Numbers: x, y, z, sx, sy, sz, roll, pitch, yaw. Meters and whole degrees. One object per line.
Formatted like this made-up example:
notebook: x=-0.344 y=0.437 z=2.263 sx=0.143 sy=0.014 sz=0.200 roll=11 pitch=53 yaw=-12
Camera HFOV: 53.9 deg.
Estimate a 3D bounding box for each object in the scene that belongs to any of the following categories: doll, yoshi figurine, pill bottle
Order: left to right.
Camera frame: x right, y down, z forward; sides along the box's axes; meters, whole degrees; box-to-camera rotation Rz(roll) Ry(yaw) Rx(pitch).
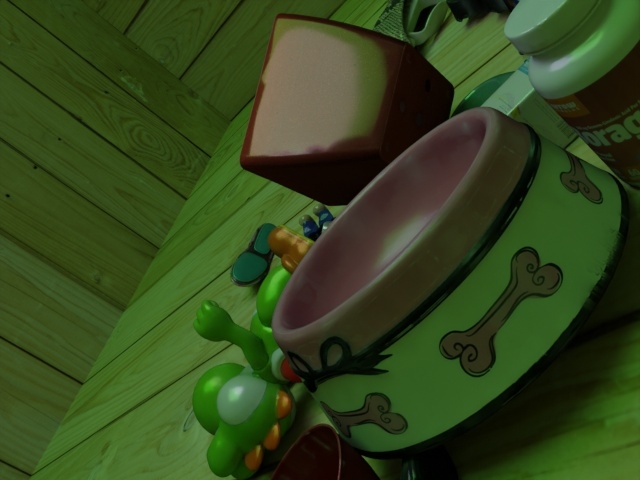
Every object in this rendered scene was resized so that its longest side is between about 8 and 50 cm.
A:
yoshi figurine: x=-0.090 y=0.162 z=0.941 sx=0.203 sy=0.204 sz=0.362 roll=115 pitch=180 yaw=-87
doll: x=0.000 y=0.000 z=1.223 sx=0.129 sy=0.046 sz=0.189 roll=-38 pitch=28 yaw=10
pill bottle: x=0.285 y=-0.160 z=0.614 sx=0.121 sy=0.216 sz=0.121 roll=-44 pitch=21 yaw=22

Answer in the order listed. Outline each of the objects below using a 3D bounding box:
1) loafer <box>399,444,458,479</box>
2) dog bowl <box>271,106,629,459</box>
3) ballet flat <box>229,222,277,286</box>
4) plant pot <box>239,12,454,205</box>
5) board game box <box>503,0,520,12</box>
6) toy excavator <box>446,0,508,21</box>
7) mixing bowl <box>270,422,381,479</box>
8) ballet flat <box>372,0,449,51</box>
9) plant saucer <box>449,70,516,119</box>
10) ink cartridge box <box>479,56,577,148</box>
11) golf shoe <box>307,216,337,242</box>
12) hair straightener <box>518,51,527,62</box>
loafer: x=0.091 y=0.246 z=0.577 sx=0.061 sy=0.062 sz=0.170 roll=-47 pitch=18 yaw=29
dog bowl: x=0.110 y=0.023 z=0.695 sx=0.408 sy=0.150 sz=0.408 roll=-46 pitch=11 yaw=11
ballet flat: x=-0.155 y=0.048 z=1.467 sx=0.079 sy=0.077 sz=0.221 roll=-60 pitch=5 yaw=42
plant pot: x=0.066 y=-0.202 z=1.045 sx=0.236 sy=0.267 sz=0.267 roll=10 pitch=84 yaw=37
board game box: x=0.394 y=-0.407 z=0.919 sx=0.233 sy=0.078 sz=0.347 roll=-34 pitch=20 yaw=20
toy excavator: x=0.410 y=-0.693 z=1.341 sx=0.445 sy=0.222 sz=0.433 roll=-39 pitch=21 yaw=-3
mixing bowl: x=0.010 y=0.284 z=0.612 sx=0.181 sy=0.098 sz=0.181 roll=-56 pitch=14 yaw=21
ballet flat: x=0.248 y=-0.601 z=1.607 sx=0.182 sy=0.164 sz=0.482 roll=-7 pitch=50 yaw=34
plant saucer: x=0.262 y=-0.210 z=1.021 sx=0.195 sy=0.037 sz=0.195 roll=-44 pitch=20 yaw=21
ink cartridge box: x=0.267 y=-0.155 z=0.828 sx=0.143 sy=0.092 sz=0.090 roll=-45 pitch=20 yaw=18
golf shoe: x=0.051 y=-0.003 z=1.048 sx=0.198 sy=0.094 sz=0.077 roll=-33 pitch=26 yaw=39
hair straightener: x=0.346 y=-0.314 z=0.988 sx=0.089 sy=0.047 sz=0.230 roll=-40 pitch=23 yaw=20
